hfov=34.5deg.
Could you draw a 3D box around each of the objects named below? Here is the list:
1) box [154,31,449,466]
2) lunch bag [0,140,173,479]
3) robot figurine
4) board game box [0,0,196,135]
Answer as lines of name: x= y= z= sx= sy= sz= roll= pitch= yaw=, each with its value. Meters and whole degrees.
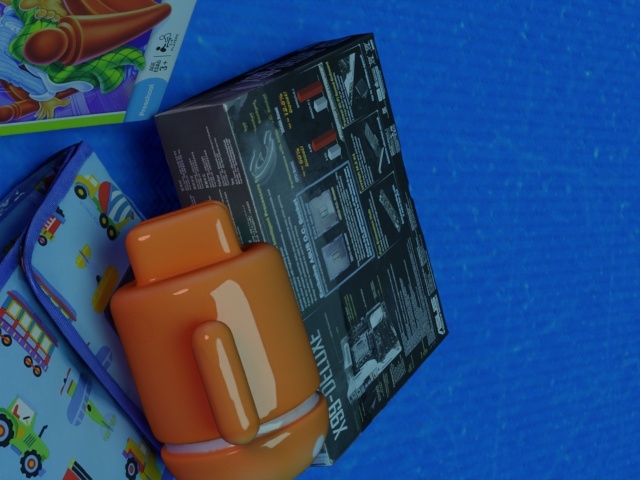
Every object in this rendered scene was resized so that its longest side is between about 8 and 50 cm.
box: x=0.000 y=0.000 z=0.888 sx=0.242 sy=0.076 sz=0.308 roll=-38 pitch=117 yaw=-52
lunch bag: x=-0.186 y=0.090 z=0.752 sx=0.221 sy=0.138 sz=0.293 roll=56 pitch=43 yaw=-31
robot figurine: x=-0.068 y=0.084 z=0.724 sx=0.128 sy=0.158 sz=0.220 roll=-22 pitch=98 yaw=-42
board game box: x=-0.168 y=-0.220 z=0.626 sx=0.233 sy=0.078 sz=0.347 roll=-14 pitch=143 yaw=-41
